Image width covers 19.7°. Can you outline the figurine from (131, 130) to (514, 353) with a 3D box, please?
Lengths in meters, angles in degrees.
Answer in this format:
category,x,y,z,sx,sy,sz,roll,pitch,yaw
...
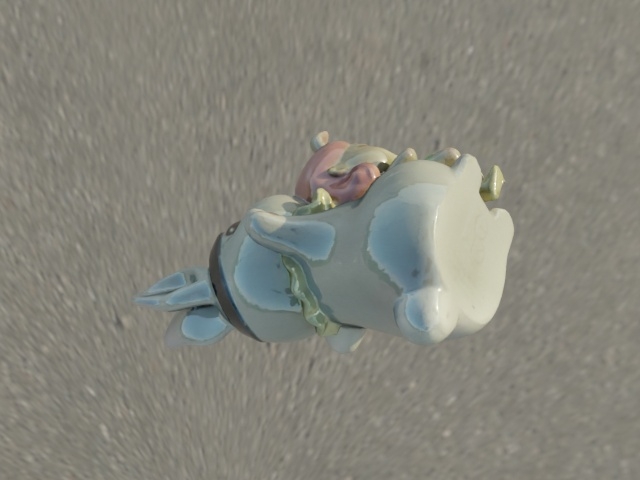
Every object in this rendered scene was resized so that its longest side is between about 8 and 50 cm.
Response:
category,x,y,z,sx,sy,sz,roll,pitch,yaw
figurine,0.005,0.006,0.759,0.098,0.146,0.081,-45,122,-46
